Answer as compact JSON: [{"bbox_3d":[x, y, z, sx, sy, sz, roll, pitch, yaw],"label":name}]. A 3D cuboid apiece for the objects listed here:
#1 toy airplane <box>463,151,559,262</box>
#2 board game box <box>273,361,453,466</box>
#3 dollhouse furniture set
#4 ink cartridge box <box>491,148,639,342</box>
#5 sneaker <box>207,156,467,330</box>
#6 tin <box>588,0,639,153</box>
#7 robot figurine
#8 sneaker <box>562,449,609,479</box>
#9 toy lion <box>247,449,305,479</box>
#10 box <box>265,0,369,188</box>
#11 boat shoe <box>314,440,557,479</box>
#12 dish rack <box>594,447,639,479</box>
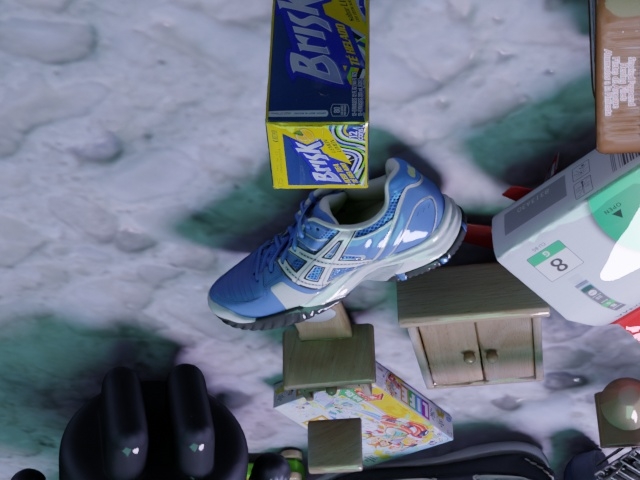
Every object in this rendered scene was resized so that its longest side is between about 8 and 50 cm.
[{"bbox_3d":[0.160,-0.009,0.954,0.151,0.028,0.151,1,144,1],"label":"toy airplane"},{"bbox_3d":[0.042,0.164,1.195,0.103,0.026,0.154,-23,138,30],"label":"board game box"},{"bbox_3d":[0.114,0.212,0.960,0.303,0.356,0.174,-5,155,9],"label":"dollhouse furniture set"},{"bbox_3d":[0.262,0.014,0.898,0.224,0.056,0.181,39,124,-24],"label":"ink cartridge box"},{"bbox_3d":[0.000,0.000,0.939,0.211,0.080,0.081,-25,128,20],"label":"sneaker"},{"bbox_3d":[0.173,-0.127,0.724,0.040,0.106,0.190,-5,143,9],"label":"tin"},{"bbox_3d":[-0.156,0.241,1.159,0.209,0.173,0.278,22,129,17],"label":"robot figurine"},{"bbox_3d":[0.269,0.328,1.347,0.131,0.112,0.319,-11,141,11],"label":"sneaker"},{"bbox_3d":[-0.064,0.252,1.318,0.100,0.034,0.096,-4,151,5],"label":"toy lion"},{"bbox_3d":[0.001,-0.111,0.695,0.054,0.169,0.059,-1,145,2],"label":"box"},{"bbox_3d":[0.088,0.277,1.248,0.302,0.091,0.114,-21,106,7],"label":"boat shoe"},{"bbox_3d":[0.375,0.182,1.056,0.208,0.074,0.271,33,139,-7],"label":"dish rack"}]
